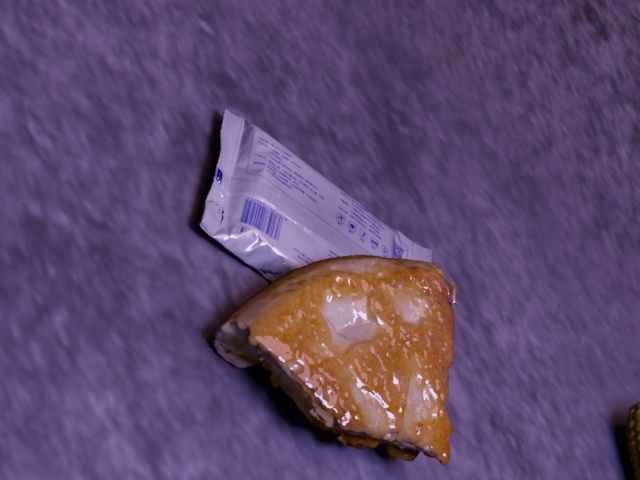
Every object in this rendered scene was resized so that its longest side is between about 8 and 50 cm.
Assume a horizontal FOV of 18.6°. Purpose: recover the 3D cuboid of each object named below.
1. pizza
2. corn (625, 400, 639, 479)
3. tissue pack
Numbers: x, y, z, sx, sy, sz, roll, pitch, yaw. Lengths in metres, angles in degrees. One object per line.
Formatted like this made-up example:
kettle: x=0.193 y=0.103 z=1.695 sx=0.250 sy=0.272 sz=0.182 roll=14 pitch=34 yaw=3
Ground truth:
pizza: x=0.032 y=0.082 z=1.271 sx=0.161 sy=0.062 sz=0.182 roll=53 pitch=45 yaw=5
corn: x=0.284 y=0.218 z=1.443 sx=0.080 sy=0.080 sz=0.231 roll=14 pitch=51 yaw=-43
tissue pack: x=0.000 y=0.000 z=1.345 sx=0.193 sy=0.026 sz=0.122 roll=36 pitch=38 yaw=-23
